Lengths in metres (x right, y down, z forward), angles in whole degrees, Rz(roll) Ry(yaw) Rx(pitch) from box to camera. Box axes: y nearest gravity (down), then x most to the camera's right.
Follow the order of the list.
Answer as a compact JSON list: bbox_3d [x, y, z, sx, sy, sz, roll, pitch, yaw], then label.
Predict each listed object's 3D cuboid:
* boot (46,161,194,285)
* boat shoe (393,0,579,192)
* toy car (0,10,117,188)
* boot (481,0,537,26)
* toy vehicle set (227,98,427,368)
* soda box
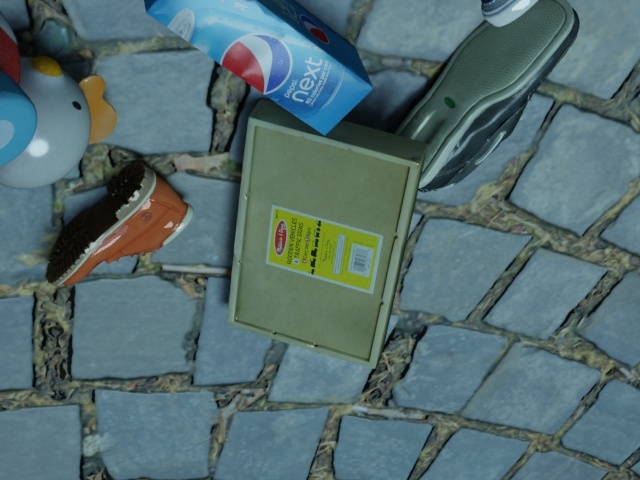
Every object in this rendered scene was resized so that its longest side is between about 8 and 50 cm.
[{"bbox_3d":[-0.196,0.001,1.193,0.158,0.059,0.084,-40,133,17],"label":"boot"},{"bbox_3d":[0.160,-0.137,1.162,0.079,0.084,0.233,15,125,-45],"label":"boat shoe"},{"bbox_3d":[-0.264,-0.115,1.018,0.238,0.219,0.210,-10,138,-47],"label":"toy car"},{"bbox_3d":[0.182,-0.280,1.052,0.086,0.069,0.190,30,109,-25],"label":"boot"},{"bbox_3d":[0.000,0.000,1.206,0.166,0.035,0.267,17,129,9],"label":"toy vehicle set"},{"bbox_3d":[-0.054,-0.181,1.063,0.210,0.071,0.067,31,116,-34],"label":"soda box"}]
